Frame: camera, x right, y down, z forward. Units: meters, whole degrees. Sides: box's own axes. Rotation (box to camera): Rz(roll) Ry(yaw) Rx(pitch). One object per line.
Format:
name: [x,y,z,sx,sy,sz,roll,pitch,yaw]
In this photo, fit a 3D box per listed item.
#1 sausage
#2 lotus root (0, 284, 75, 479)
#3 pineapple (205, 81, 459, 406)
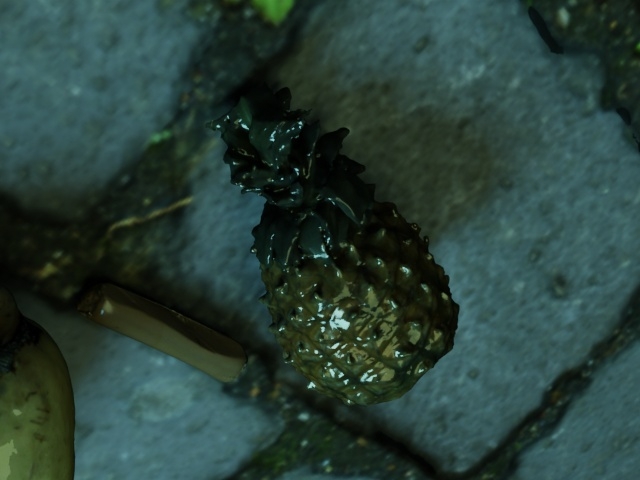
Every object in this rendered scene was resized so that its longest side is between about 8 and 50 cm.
sausage: [-0.087,0.050,0.958,0.116,0.026,0.026,29,106,-44]
lotus root: [-0.190,0.121,0.880,0.118,0.125,0.221,-26,136,-51]
pineapple: [0.000,0.000,0.934,0.108,0.108,0.198,-34,124,-5]
